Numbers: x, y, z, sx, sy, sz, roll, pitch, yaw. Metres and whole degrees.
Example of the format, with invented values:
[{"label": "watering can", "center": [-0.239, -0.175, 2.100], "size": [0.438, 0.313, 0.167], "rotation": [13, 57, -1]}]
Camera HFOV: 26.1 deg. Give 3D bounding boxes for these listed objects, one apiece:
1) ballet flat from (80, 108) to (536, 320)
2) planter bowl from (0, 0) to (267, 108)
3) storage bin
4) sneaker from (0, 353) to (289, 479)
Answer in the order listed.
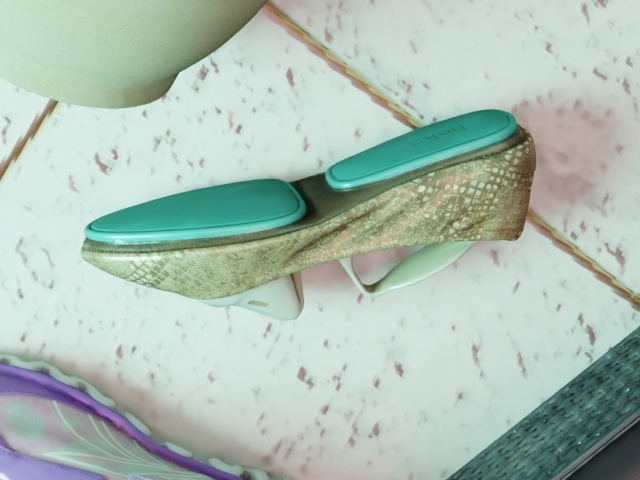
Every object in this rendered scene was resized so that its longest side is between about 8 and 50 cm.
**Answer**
[{"label": "ballet flat", "center": [0.000, 0.000, 0.611], "size": [0.206, 0.073, 0.067], "rotation": [-14, 112, -2]}, {"label": "planter bowl", "center": [-0.090, -0.122, 0.550], "size": [0.162, 0.162, 0.109], "rotation": [19, 120, -9]}, {"label": "storage bin", "center": [0.148, 0.130, 0.636], "size": [0.180, 0.084, 0.122], "rotation": [-38, 100, -3]}, {"label": "sneaker", "center": [-0.098, 0.121, 0.592], "size": [0.236, 0.104, 0.095], "rotation": [22, 95, -8]}]
